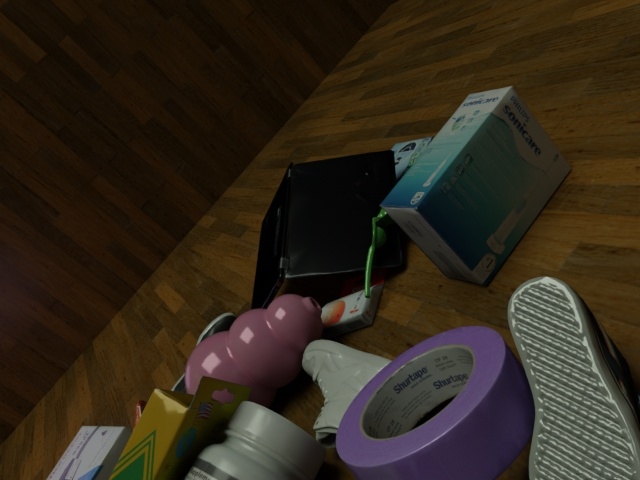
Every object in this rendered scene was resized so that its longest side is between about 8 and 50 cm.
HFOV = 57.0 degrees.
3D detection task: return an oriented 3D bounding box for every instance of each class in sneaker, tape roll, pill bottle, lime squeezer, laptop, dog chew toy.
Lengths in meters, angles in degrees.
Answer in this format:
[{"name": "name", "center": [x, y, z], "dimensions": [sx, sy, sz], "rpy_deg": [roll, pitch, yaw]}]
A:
[{"name": "sneaker", "center": [0.021, 0.280, 1.056], "dimensions": [0.169, 0.108, 0.292], "rpy_deg": [-52, 24, -23]}, {"name": "sneaker", "center": [-0.502, 0.506, 1.655], "dimensions": [0.067, 0.064, 0.175], "rpy_deg": [-55, 19, 5]}, {"name": "tape roll", "center": [0.156, 0.239, 0.816], "dimensions": [0.274, 0.090, 0.275], "rpy_deg": [-35, 9, 6]}, {"name": "pill bottle", "center": [-0.148, 0.455, 0.927], "dimensions": [0.204, 0.204, 0.361], "rpy_deg": [-11, 40, 55]}, {"name": "lime squeezer", "center": [0.155, -0.011, 1.299], "dimensions": [0.310, 0.110, 0.059], "rpy_deg": [-47, -5, -22]}, {"name": "laptop", "center": [0.000, 0.000, 1.504], "dimensions": [0.408, 0.236, 0.382], "rpy_deg": [122, 158, -46]}, {"name": "sneaker", "center": [-0.275, 0.326, 1.519], "dimensions": [0.147, 0.104, 0.296], "rpy_deg": [0, 56, 58]}, {"name": "sneaker", "center": [0.308, 0.206, 0.680], "dimensions": [0.126, 0.127, 0.321], "rpy_deg": [-19, 58, 34]}, {"name": "dog chew toy", "center": [-0.130, 0.241, 1.254], "dimensions": [0.332, 0.206, 0.207], "rpy_deg": [-43, 22, 10]}]

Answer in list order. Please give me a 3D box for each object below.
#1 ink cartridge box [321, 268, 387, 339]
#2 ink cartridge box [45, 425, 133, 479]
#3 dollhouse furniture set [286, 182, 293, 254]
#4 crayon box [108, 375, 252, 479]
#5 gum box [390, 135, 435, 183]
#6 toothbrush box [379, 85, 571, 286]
[{"name": "ink cartridge box", "center": [0.071, 0.127, 1.318], "dimensions": [0.145, 0.045, 0.179], "rpy_deg": [-26, 32, 39]}, {"name": "ink cartridge box", "center": [-0.582, 0.609, 1.527], "dimensions": [0.307, 0.129, 0.223], "rpy_deg": [-20, 34, 48]}, {"name": "dollhouse furniture set", "center": [-0.066, -0.082, 1.759], "dimensions": [0.212, 0.161, 0.242], "rpy_deg": [-15, 37, 51]}, {"name": "crayon box", "center": [-0.250, 0.374, 1.001], "dimensions": [0.081, 0.202, 0.319], "rpy_deg": [21, 78, 24]}, {"name": "gum box", "center": [0.227, -0.207, 1.615], "dimensions": [0.157, 0.041, 0.184], "rpy_deg": [-53, 22, -17]}, {"name": "toothbrush box", "center": [0.290, -0.100, 1.090], "dimensions": [0.295, 0.216, 0.126], "rpy_deg": [-51, 23, -11]}]
